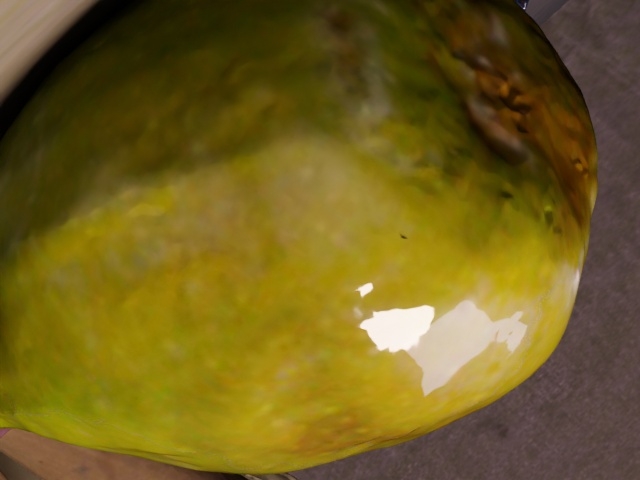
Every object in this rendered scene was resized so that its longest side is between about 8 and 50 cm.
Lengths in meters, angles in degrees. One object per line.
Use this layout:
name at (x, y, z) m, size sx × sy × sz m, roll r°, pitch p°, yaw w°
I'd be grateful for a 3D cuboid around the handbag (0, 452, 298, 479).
handbag at (-0.115, 0.253, 1.051) m, size 0.160 × 0.237 × 0.358 m, roll -52°, pitch -153°, yaw 19°

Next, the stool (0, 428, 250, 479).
stool at (-0.153, 0.140, 0.791) m, size 0.272 × 0.178 × 0.272 m, roll -41°, pitch 180°, yaw 0°

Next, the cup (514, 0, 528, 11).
cup at (0.128, -0.145, 1.558) m, size 0.113 × 0.150 × 0.138 m, roll -7°, pitch -174°, yaw 14°

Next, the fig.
fig at (-0.032, -0.011, 0.577) m, size 0.233 × 0.167 × 0.167 m, roll -4°, pitch -174°, yaw 11°
